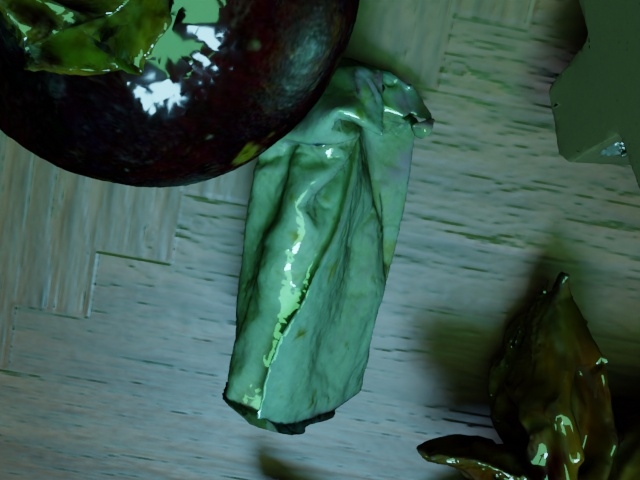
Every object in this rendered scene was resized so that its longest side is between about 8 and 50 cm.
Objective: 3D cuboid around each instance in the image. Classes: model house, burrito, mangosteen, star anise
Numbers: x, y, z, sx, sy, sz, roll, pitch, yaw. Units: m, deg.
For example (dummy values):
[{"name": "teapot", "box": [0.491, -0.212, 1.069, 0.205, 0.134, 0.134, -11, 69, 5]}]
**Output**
[{"name": "model house", "box": [0.280, -0.101, 0.718, 0.248, 0.181, 0.176, 1, 154, -28]}, {"name": "burrito", "box": [0.000, 0.000, 0.748, 0.089, 0.144, 0.229, 17, 103, 19]}, {"name": "mangosteen", "box": [-0.105, -0.136, 0.606, 0.231, 0.289, 0.231, 3, 99, 17]}, {"name": "star anise", "box": [0.119, 0.158, 0.796, 0.346, 0.148, 0.237, -18, 87, 8]}]
